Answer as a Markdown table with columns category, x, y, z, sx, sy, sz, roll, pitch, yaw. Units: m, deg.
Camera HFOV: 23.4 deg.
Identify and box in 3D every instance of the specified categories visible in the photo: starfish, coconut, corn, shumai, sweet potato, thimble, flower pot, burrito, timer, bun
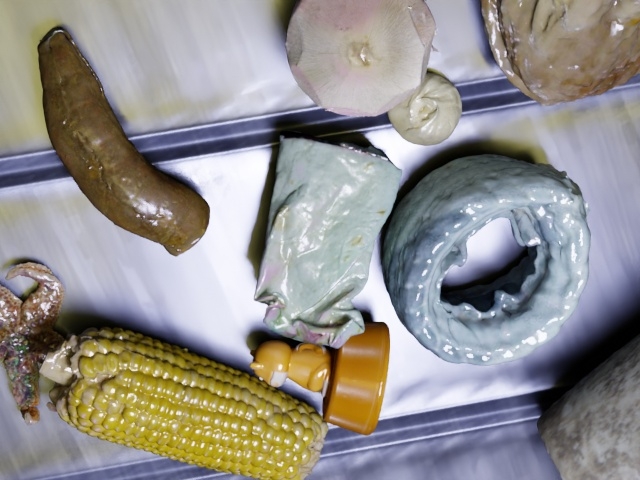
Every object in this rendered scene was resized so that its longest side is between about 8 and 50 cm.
| category | x | y | z | sx | sy | sz | roll | pitch | yaw |
| --- | --- | --- | --- | --- | --- | --- | --- | --- | --- |
| starfish | -0.348 | 0.105 | 1.762 | 0.150 | 0.053 | 0.210 | -36 | 100 | -10 |
| coconut | 0.046 | -0.214 | 1.654 | 0.170 | 0.183 | 0.171 | -2 | 107 | -5 |
| corn | -0.154 | 0.190 | 1.746 | 0.346 | 0.130 | 0.130 | 22 | 99 | -20 |
| shumai | 0.315 | -0.276 | 1.633 | 0.267 | 0.262 | 0.314 | 25 | 100 | -10 |
| sweet potato | -0.233 | -0.103 | 1.709 | 0.112 | 0.085 | 0.286 | -37 | 94 | -32 |
| thimble | 0.188 | 0.014 | 1.733 | 0.250 | 0.172 | 0.205 | -44 | 108 | 7 |
| flower pot | 0.437 | 0.218 | 1.746 | 0.330 | 0.293 | 0.294 | -31 | 104 | 5 |
| burrito | 0.000 | 0.000 | 1.725 | 0.143 | 0.089 | 0.229 | 13 | 84 | 0 |
| timer | -0.006 | 0.147 | 1.760 | 0.152 | 0.132 | 0.132 | 9 | 102 | -5 |
| bun | 0.120 | -0.148 | 1.743 | 0.086 | 0.055 | 0.086 | -1 | 102 | -6 |
